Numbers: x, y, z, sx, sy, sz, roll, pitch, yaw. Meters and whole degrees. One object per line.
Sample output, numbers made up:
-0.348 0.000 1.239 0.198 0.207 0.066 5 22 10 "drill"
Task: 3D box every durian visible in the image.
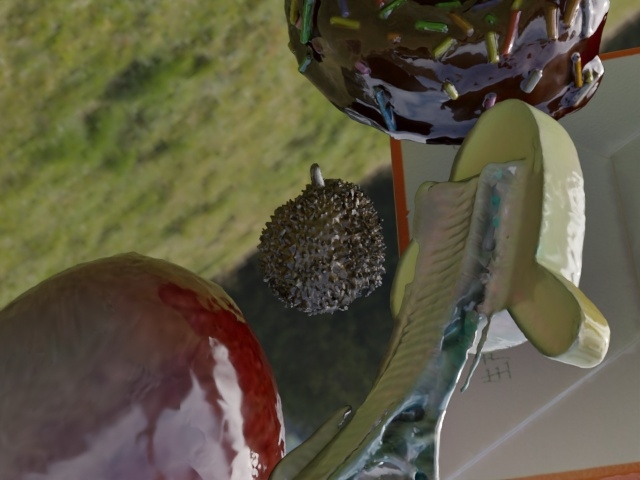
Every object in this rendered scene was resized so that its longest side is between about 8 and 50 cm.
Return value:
0.000 0.000 0.828 0.080 0.091 0.080 -10 -167 2 "durian"

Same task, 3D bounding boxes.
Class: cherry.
-0.130 0.136 0.824 0.239 0.239 0.206 -35 157 -6 "cherry"

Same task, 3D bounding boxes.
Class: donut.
0.078 -0.176 0.871 0.096 0.216 0.230 65 37 -66 "donut"

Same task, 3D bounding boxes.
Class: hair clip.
0.063 0.030 0.604 0.159 0.071 0.218 -19 -138 57 "hair clip"

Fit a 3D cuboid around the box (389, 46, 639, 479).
0.232 0.069 1.029 0.318 0.348 0.257 -11 143 10 "box"
